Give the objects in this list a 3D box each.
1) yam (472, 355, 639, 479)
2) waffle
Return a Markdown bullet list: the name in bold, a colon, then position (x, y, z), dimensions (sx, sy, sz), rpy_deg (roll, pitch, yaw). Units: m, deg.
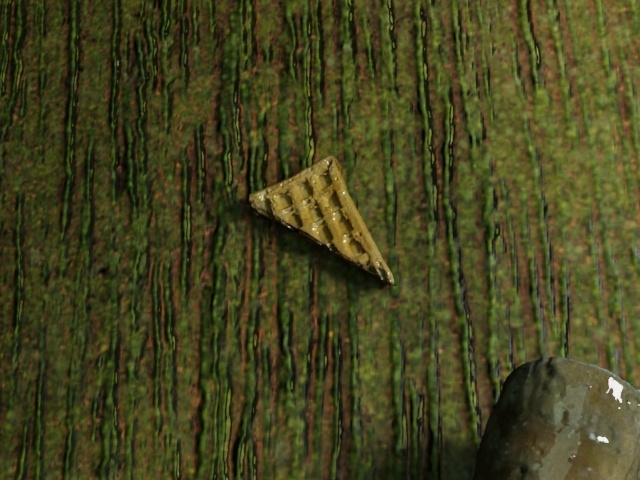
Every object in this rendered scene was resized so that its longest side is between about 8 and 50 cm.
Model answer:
- **yam**: position (0.156, 0.259, 0.830), dimensions (0.133, 0.133, 0.330), rpy_deg (12, 74, 20)
- **waffle**: position (0.000, 0.000, 1.048), dimensions (0.097, 0.023, 0.153), rpy_deg (-28, 62, 4)
